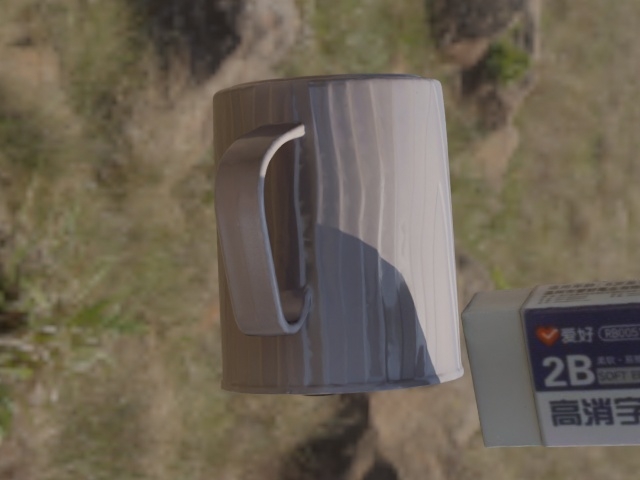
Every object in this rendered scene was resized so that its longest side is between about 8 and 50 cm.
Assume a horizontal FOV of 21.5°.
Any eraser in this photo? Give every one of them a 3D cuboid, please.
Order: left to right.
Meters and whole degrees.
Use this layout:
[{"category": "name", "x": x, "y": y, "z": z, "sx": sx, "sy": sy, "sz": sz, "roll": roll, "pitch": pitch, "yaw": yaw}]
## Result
[{"category": "eraser", "x": 0.224, "y": 0.097, "z": 1.315, "sx": 0.068, "sy": 0.210, "sz": 0.124, "roll": -45, "pitch": 127, "yaw": -61}]

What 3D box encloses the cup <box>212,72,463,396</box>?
[{"category": "cup", "x": -0.011, "y": 0.000, "z": 1.433, "sx": 0.288, "sy": 0.208, "sz": 0.273, "roll": -3, "pitch": 91, "yaw": -39}]
